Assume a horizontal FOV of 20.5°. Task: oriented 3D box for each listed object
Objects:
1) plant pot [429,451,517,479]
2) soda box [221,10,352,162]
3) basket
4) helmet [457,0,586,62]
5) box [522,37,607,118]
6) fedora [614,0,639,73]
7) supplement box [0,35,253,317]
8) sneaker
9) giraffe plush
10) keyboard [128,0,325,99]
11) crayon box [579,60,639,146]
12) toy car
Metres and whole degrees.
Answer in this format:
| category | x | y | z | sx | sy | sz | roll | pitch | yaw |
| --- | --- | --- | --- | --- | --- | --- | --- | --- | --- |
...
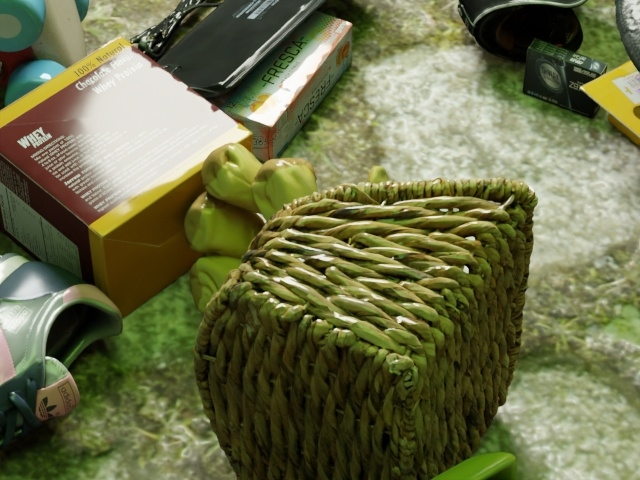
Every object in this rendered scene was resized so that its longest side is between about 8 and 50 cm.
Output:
| category | x | y | z | sx | sy | sz | roll | pitch | yaw |
| --- | --- | --- | --- | --- | --- | --- | --- | --- | --- |
| plant pot | 0.113 | 0.308 | 1.332 | 0.228 | 0.227 | 0.207 | -27 | 48 | -22 |
| soda box | -0.033 | -0.163 | 1.850 | 0.063 | 0.058 | 0.183 | 22 | 51 | 18 |
| basket | 0.034 | 0.080 | 1.477 | 0.213 | 0.299 | 0.223 | 23 | 54 | 20 |
| helmet | 0.230 | -0.289 | 1.898 | 0.169 | 0.169 | 0.161 | 3 | 65 | 2 |
| box | 0.256 | -0.170 | 1.855 | 0.083 | 0.067 | 0.018 | 23 | 52 | 17 |
| fedora | 0.426 | -0.183 | 1.701 | 0.334 | 0.152 | 0.334 | 0 | 52 | 0 |
| supplement box | -0.198 | -0.062 | 1.710 | 0.194 | 0.129 | 0.191 | 37 | 58 | 27 |
| sneaker | -0.289 | 0.140 | 1.543 | 0.131 | 0.112 | 0.319 | 16 | 51 | 17 |
| giraffe plush | 0.000 | 0.000 | 1.641 | 0.210 | 0.181 | 0.170 | 35 | 30 | 31 |
| keyboard | -0.084 | -0.245 | 1.905 | 0.201 | 0.033 | 0.317 | 10 | 43 | 38 |
| crayon box | 0.447 | -0.140 | 1.821 | 0.323 | 0.083 | 0.203 | -28 | 55 | -24 |
| toy car | -0.376 | -0.227 | 1.821 | 0.238 | 0.210 | 0.219 | -10 | 43 | 6 |
